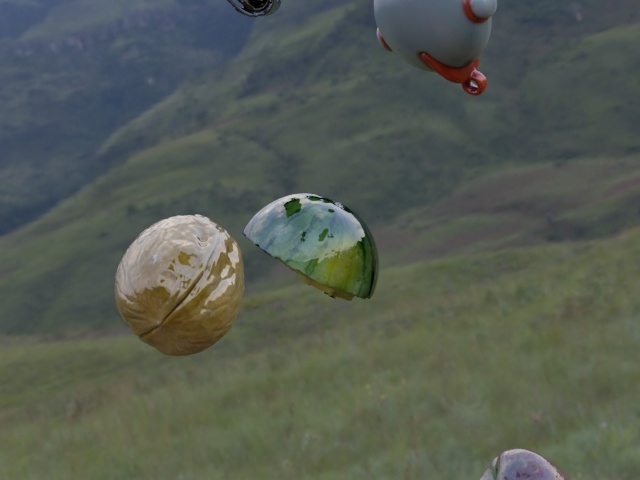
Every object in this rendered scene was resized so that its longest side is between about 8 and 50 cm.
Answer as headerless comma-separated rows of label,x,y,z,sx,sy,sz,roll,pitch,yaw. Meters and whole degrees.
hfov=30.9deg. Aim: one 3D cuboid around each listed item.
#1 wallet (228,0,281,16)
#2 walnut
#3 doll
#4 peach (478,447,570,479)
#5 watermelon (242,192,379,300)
wallet,-0.087,-0.226,0.919,0.039,0.133,0.243,-42,9,7
walnut,-0.178,0.055,1.483,0.165,0.165,0.197,-18,27,10
doll,0.097,-0.303,1.284,0.199,0.336,0.105,-14,27,49
peach,0.280,0.357,1.553,0.152,0.152,0.152,-19,4,1
watermelon,0.000,0.000,0.838,0.062,0.105,0.105,-61,1,5
